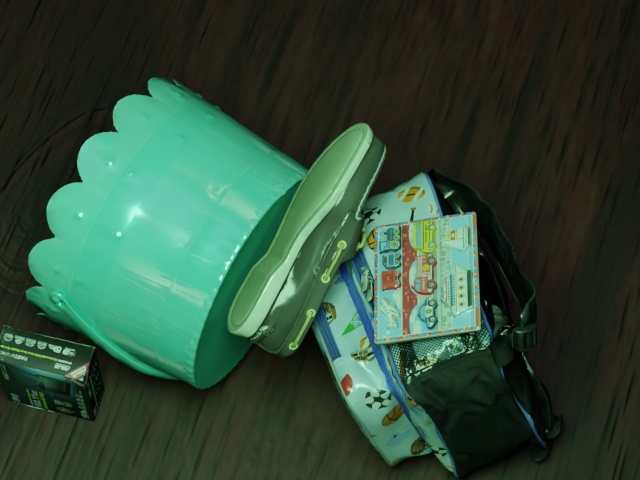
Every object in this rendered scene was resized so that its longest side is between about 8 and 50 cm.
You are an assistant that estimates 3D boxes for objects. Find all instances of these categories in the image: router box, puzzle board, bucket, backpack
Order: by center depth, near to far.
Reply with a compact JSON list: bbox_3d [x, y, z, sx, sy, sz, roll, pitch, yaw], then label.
[{"bbox_3d":[0.095,0.032,1.733,0.096,0.011,0.128,-9,54,15],"label":"puzzle board"},{"bbox_3d":[0.102,0.077,1.860,0.213,0.276,0.263,-15,59,5],"label":"backpack"},{"bbox_3d":[-0.264,0.131,1.874,0.092,0.122,0.038,14,66,5],"label":"router box"},{"bbox_3d":[-0.135,0.000,1.874,0.183,0.281,0.281,29,64,14],"label":"bucket"}]

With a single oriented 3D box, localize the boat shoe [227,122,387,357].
[{"bbox_3d":[0.000,0.000,1.771,0.069,0.081,0.227,31,94,-21],"label":"boat shoe"}]
